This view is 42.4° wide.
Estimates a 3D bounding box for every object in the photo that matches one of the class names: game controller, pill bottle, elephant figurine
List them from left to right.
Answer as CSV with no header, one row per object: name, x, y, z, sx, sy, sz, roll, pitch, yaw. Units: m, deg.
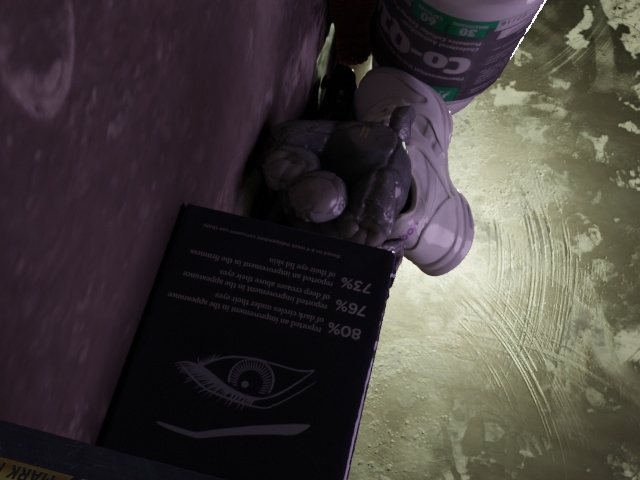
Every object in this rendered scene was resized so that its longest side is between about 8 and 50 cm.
game controller,-0.012,-0.085,1.074,0.166,0.067,0.319,119,-8,-49
elephant figurine,0.000,0.000,0.850,0.169,0.185,0.240,-98,-167,-45
pill bottle,0.170,-0.302,1.078,0.361,0.204,0.204,98,5,-77

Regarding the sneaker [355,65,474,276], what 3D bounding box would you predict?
sneaker,0.091,-0.110,0.985,0.114,0.152,0.305,-36,-130,28

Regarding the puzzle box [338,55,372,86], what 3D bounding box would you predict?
puzzle box,0.066,-0.250,1.464,0.409,0.052,0.272,-44,147,-81

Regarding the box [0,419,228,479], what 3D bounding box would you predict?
box,-0.067,0.188,0.359,0.059,0.183,0.233,-72,173,-50

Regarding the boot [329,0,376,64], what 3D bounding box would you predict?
boot,0.040,-0.311,1.072,0.158,0.059,0.085,91,-1,-62

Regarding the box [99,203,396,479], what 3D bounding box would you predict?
box,-0.045,0.100,0.560,0.108,0.153,0.207,94,12,-64
